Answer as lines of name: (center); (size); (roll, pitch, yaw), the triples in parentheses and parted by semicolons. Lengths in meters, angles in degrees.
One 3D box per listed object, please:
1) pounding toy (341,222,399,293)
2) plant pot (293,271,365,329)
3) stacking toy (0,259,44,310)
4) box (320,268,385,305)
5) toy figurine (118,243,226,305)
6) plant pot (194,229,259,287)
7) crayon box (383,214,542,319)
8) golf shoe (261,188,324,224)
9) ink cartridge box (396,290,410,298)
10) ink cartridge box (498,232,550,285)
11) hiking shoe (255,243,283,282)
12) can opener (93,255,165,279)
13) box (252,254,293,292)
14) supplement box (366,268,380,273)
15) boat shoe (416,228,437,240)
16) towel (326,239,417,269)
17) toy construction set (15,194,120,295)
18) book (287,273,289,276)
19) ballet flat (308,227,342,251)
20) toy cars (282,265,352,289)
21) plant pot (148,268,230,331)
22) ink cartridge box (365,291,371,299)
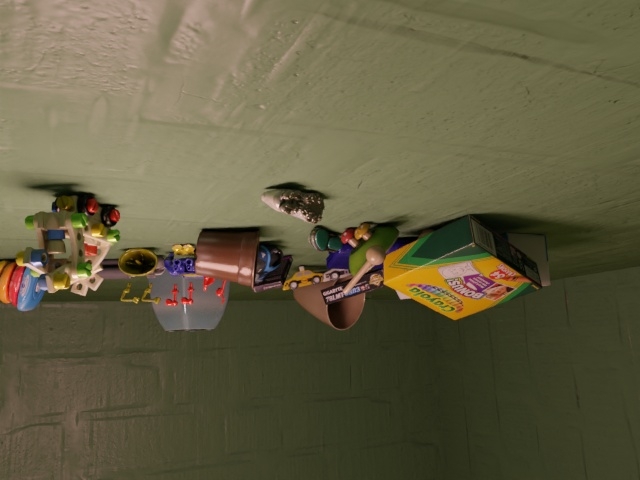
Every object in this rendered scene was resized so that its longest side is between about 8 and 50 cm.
pounding toy: (0.114, 0.014, 1.653); (0.183, 0.110, 0.237); (-44, -173, 30)
plant pot: (0.015, 0.247, 2.655); (0.274, 0.256, 0.256); (9, 180, 42)
stacking toy: (-1.094, 0.123, 1.976); (0.302, 0.175, 0.166); (13, 173, -6)
box: (0.198, 0.158, 2.312); (0.293, 0.073, 0.295); (-22, 175, 34)
toy figurine: (-0.445, 0.116, 1.936); (0.363, 0.191, 0.217); (-2, 175, 6)
plant pot: (-0.260, 0.042, 1.658); (0.165, 0.167, 0.167); (7, 169, -3)
crayon box: (0.420, 0.097, 1.762); (0.363, 0.106, 0.313); (28, 137, -35)
golf shoe: (-0.057, -0.083, 1.300); (0.086, 0.069, 0.176); (15, 177, 33)
ink cartridge box: (0.360, 0.100, 2.102); (0.134, 0.231, 0.078); (-10, 123, 35)
ink cartridge box: (0.624, 0.081, 2.002); (0.168, 0.171, 0.233); (2, 169, -24)
hiking shoe: (-0.181, 0.076, 1.957); (0.132, 0.113, 0.304); (-14, 176, 1)
can opener: (-0.677, 0.082, 2.042); (0.284, 0.076, 0.095); (-1, 137, -4)
box: (-0.169, 0.118, 2.097); (0.116, 0.029, 0.162); (-13, -152, 21)
supplement box: (0.224, 0.133, 2.557); (0.098, 0.036, 0.062); (3, 169, -29)
boat shoe: (0.406, 0.041, 1.876); (0.122, 0.110, 0.341); (-23, 140, 30)
towel: (0.181, 0.037, 1.959); (0.308, 0.076, 0.227); (0, 163, -9)
toy construction set: (-0.520, 0.019, 1.270); (0.151, 0.215, 0.327); (-1, 170, -8)
book: (-0.221, 0.153, 2.582); (0.144, 0.035, 0.096); (-7, 172, 27)
ballet flat: (0.000, 0.000, 1.725); (0.070, 0.070, 0.188); (-7, 165, 24)
toy cars: (0.010, 0.127, 2.361); (0.394, 0.087, 0.176); (-15, 176, 36)
plant pot: (-0.512, 0.230, 2.327); (0.247, 0.252, 0.248); (-12, 166, 39)
ink cartridge box: (0.088, 0.248, 2.932); (0.201, 0.117, 0.278); (4, 168, -33)
